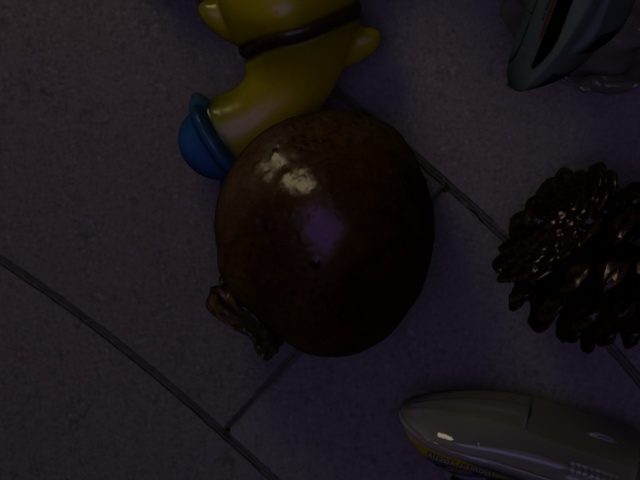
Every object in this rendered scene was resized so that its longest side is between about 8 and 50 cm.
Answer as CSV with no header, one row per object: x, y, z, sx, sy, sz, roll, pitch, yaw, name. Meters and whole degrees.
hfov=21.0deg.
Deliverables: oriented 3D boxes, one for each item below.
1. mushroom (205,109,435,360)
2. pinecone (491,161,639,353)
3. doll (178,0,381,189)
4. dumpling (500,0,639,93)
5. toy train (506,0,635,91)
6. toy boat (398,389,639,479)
-0.002,0.012,1.878,0.263,0.195,0.283,26,121,-31,mushroom
0.289,0.025,1.841,0.207,0.208,0.208,2,100,10,pinecone
-0.042,-0.208,1.877,0.199,0.145,0.363,20,110,-1,doll
0.286,-0.221,1.845,0.176,0.092,0.150,-10,112,8,dumpling
0.276,-0.282,1.661,0.088,0.086,0.407,44,140,25,toy train
0.221,0.241,1.918,0.269,0.141,0.141,4,101,12,toy boat
